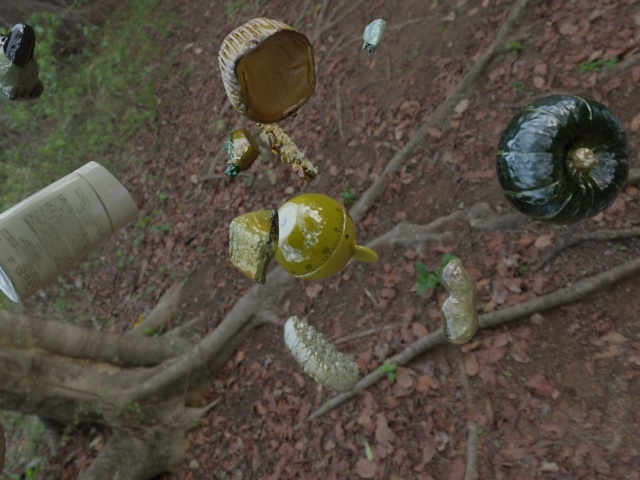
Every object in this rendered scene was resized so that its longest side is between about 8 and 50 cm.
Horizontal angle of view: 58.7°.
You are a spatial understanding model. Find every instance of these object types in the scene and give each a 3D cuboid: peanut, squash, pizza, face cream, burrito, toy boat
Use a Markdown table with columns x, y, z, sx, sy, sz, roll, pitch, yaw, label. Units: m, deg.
| x | y | z | sx | sy | sz | roll | pitch | yaw | label |
| --- | --- | --- | --- | --- | --- | --- | --- | --- | --- |
| 0.364 | 0.160 | 1.498 | 0.086 | 0.104 | 0.227 | 6 | 98 | 63 | peanut |
| 0.467 | -0.153 | 1.099 | 0.252 | 0.252 | 0.165 | -62 | 10 | 3 | squash |
| -0.084 | -0.262 | 1.782 | 0.074 | 0.251 | 0.287 | -41 | 71 | 7 | pizza |
| -0.555 | -0.036 | 1.229 | 0.081 | 0.173 | 0.348 | 1 | 34 | 34 | face cream |
| 0.149 | -0.571 | 1.612 | 0.074 | 0.044 | 0.118 | -22 | 48 | 47 | burrito |
| -0.204 | -0.221 | 1.413 | 0.088 | 0.089 | 0.229 | -37 | 26 | 8 | toy boat |

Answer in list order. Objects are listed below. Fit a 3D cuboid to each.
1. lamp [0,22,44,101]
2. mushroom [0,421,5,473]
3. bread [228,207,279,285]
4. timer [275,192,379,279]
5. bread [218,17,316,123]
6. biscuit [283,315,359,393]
| x | y | z | sx | sy | sz | roll | pitch | yaw | label |
| --- | --- | --- | --- | --- | --- | --- | --- | --- | --- |
| -0.606 | -0.319 | 0.956 | 0.198 | 0.244 | 0.197 | -164 | 90 | -81 | lamp |
| -0.719 | 0.407 | 1.073 | 0.207 | 0.215 | 0.207 | 171 | 90 | -87 | mushroom |
| -0.223 | 0.022 | 1.898 | 0.262 | 0.163 | 0.204 | -85 | 1 | -65 | bread |
| 0.000 | 0.000 | 2.225 | 0.376 | 0.387 | 0.376 | -30 | 45 | 36 | timer |
| -0.107 | -0.335 | 1.121 | 0.199 | 0.199 | 0.104 | -54 | 50 | 15 | bread |
| -0.003 | 0.354 | 1.679 | 0.084 | 0.281 | 0.179 | -47 | 8 | 16 | biscuit |
